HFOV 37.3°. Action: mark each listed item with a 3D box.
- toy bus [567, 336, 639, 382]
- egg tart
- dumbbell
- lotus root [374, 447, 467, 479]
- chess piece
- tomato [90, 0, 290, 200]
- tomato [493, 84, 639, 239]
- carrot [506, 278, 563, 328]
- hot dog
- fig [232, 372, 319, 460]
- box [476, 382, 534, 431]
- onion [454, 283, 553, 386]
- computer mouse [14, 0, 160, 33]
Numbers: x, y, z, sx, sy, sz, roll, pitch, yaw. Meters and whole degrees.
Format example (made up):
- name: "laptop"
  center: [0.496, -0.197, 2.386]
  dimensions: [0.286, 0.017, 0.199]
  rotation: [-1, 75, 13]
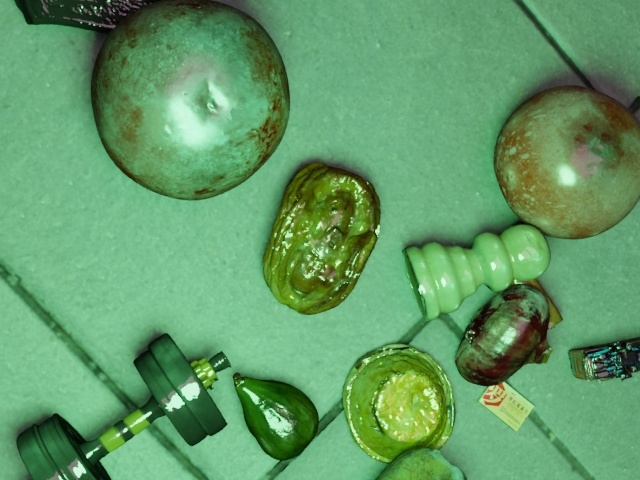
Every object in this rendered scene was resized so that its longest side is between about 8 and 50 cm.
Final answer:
- name: "toy bus"
  center: [0.575, 0.206, 1.727]
  dimensions: [0.235, 0.096, 0.073]
  rotation: [-9, 89, -12]
- name: "egg tart"
  center: [0.142, 0.286, 1.638]
  dimensions: [0.212, 0.090, 0.212]
  rotation: [1, 84, -14]
- name: "dumbbell"
  center: [-0.307, 0.297, 1.489]
  dimensions: [0.388, 0.185, 0.185]
  rotation: [-34, 95, -11]
- name: "lotus root"
  center: [0.122, 0.493, 1.582]
  dimensions: [0.158, 0.140, 0.322]
  rotation: [35, 93, -42]
- name: "chess piece"
  center: [0.274, 0.042, 1.626]
  dimensions: [0.243, 0.133, 0.133]
  rotation: [-17, 92, -1]
- name: "tomato"
  center: [-0.202, -0.223, 1.488]
  dimensions: [0.317, 0.282, 0.316]
  rotation: [-3, 99, -20]
- name: "tomato"
  center: [0.440, -0.135, 1.643]
  dimensions: [0.270, 0.227, 0.270]
  rotation: [1, 86, -10]
- name: "carrot"
  center: [0.353, 0.074, 1.705]
  dimensions: [0.072, 0.072, 0.205]
  rotation: [-33, 87, -11]
- name: "hot dog"
  center: [0.001, -0.002, 1.599]
  dimensions: [0.175, 0.114, 0.259]
  rotation: [20, 83, -10]
- name: "fig"
  center: [-0.085, 0.277, 1.572]
  dimensions: [0.177, 0.117, 0.117]
  rotation: [44, 80, -12]
- name: "box"
  center: [0.335, 0.294, 1.712]
  dimensions: [0.093, 0.015, 0.058]
  rotation: [39, 79, -9]
- name: "onion"
  center: [0.323, 0.174, 1.637]
  dimensions: [0.151, 0.098, 0.206]
  rotation: [31, 101, 14]
- name: "computer mouse"
  center: [-0.379, -0.415, 1.545]
  dimensions: [0.264, 0.088, 0.147]
  rotation: [5, 104, -13]
